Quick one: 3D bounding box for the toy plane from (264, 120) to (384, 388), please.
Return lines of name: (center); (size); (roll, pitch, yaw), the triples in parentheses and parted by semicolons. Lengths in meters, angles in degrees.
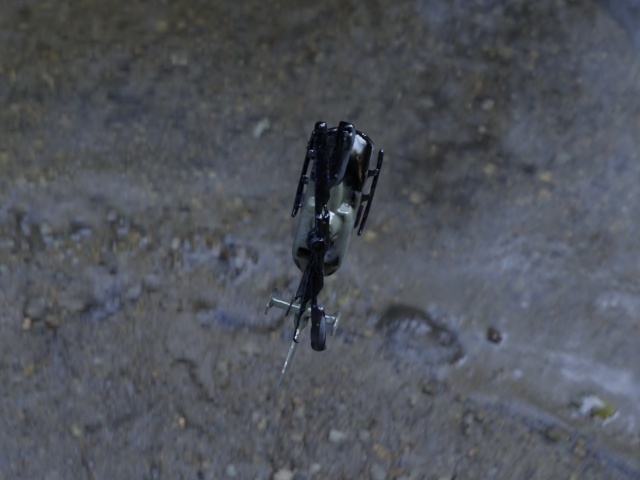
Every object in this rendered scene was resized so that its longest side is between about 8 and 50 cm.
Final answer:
toy plane: (0.000, 0.000, 0.578); (0.031, 0.120, 0.049); (15, 30, 3)
